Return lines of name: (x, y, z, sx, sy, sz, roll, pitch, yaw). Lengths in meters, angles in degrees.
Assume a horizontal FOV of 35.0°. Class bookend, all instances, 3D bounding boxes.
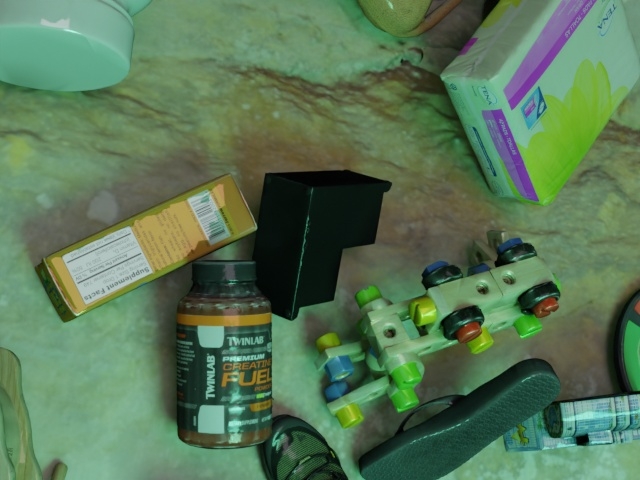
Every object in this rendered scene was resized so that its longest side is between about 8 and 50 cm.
bookend: (0.000, 0.000, 1.199, 0.157, 0.072, 0.156, -9, 112, -51)

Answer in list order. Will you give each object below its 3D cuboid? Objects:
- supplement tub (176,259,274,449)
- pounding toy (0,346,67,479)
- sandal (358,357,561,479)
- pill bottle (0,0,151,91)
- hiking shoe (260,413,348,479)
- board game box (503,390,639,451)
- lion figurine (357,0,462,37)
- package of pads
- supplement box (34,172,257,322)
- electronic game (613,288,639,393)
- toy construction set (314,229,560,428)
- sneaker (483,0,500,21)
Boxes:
supplement tub: (-0.105, 0.120, 1.103, 0.106, 0.106, 0.197, -1, 92, -22)
pounding toy: (-0.355, 0.230, 1.017, 0.154, 0.155, 0.269, -17, 74, 4)
sandal: (0.160, 0.212, 1.185, 0.255, 0.054, 0.097, -31, 133, 8)
pill bottle: (-0.279, -0.381, 1.100, 0.229, 0.229, 0.407, 7, 75, -21)
hiking shoe: (0.018, 0.289, 1.128, 0.086, 0.114, 0.226, -33, 92, -27)
board game box: (0.325, 0.221, 1.238, 0.194, 0.194, 0.060, -8, 80, 1)
lion figurine: (0.050, -0.367, 1.283, 0.392, 0.142, 0.240, 35, 75, -16)
package of pads: (0.299, -0.217, 1.320, 0.296, 0.101, 0.229, -51, 131, -23)
supplement box: (-0.192, 0.007, 1.129, 0.233, 0.078, 0.080, -25, 90, -25)
electronic game: (0.499, 0.163, 1.391, 0.229, 0.048, 0.229, 5, 77, -21)
toy construction set: (0.156, 0.090, 1.187, 0.328, 0.215, 0.151, -30, 70, -28)
sneaker: (0.256, -0.263, 1.379, 0.071, 0.066, 0.188, 19, 72, -18)
